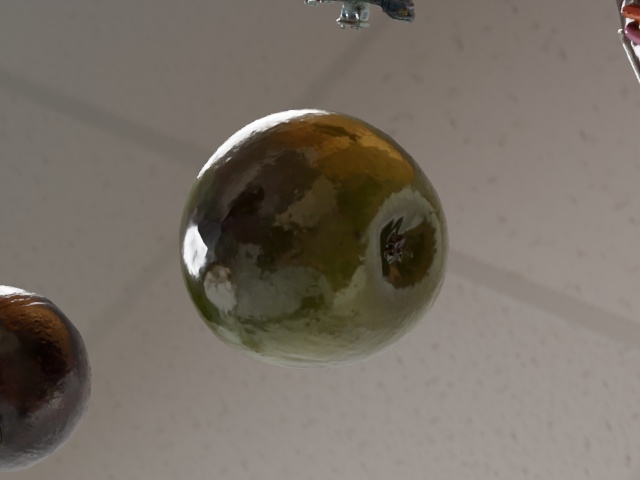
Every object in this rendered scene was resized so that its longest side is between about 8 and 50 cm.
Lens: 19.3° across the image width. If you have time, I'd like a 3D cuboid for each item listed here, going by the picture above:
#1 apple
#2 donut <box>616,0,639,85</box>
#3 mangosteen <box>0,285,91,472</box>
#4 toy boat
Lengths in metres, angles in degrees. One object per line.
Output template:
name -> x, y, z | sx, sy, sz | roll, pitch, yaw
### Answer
apple -> 0.000, 0.000, 1.335 | 0.157, 0.196, 0.196 | 3, -129, 43
donut -> 0.308, -0.178, 1.115 | 0.259, 0.136, 0.345 | 32, -122, -1
mangosteen -> -0.254, 0.107, 1.439 | 0.152, 0.152, 0.152 | -16, -136, 16
toy boat -> 0.028, -0.166, 1.331 | 0.083, 0.038, 0.038 | 13, -124, 18
